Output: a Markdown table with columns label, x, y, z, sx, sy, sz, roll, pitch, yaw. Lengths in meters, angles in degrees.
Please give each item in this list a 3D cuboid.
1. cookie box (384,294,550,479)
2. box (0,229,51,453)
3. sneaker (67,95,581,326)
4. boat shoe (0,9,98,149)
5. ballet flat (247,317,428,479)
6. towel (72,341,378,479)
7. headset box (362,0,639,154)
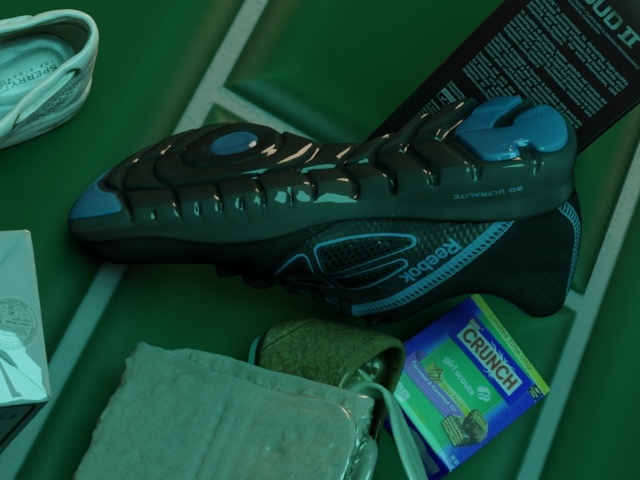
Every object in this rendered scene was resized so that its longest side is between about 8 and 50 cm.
| label | x | y | z | sx | sy | sz | roll | pitch | yaw |
| --- | --- | --- | --- | --- | --- | --- | --- | --- | --- |
| cookie box | 0.094 | 0.103 | 1.124 | 0.107 | 0.040 | 0.092 | -34 | 84 | -30 |
| box | -0.257 | 0.086 | 0.847 | 0.169 | 0.290 | 0.087 | -3 | 73 | -25 |
| sneaker | 0.000 | 0.000 | 1.035 | 0.340 | 0.140 | 0.125 | -3 | 31 | 16 |
| boat shoe | -0.263 | -0.082 | 1.021 | 0.277 | 0.096 | 0.098 | -35 | 86 | -29 |
| ballet flat | 0.012 | 0.206 | 0.996 | 0.124 | 0.116 | 0.342 | -7 | 61 | 21 |
| towel | -0.088 | 0.199 | 0.943 | 0.187 | 0.049 | 0.282 | 13 | 66 | 31 |
| headset box | 0.189 | -0.145 | 1.093 | 0.110 | 0.293 | 0.218 | 47 | 47 | 1 |
